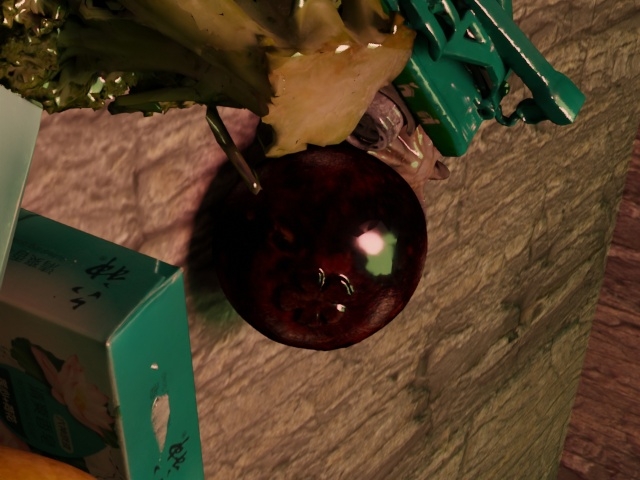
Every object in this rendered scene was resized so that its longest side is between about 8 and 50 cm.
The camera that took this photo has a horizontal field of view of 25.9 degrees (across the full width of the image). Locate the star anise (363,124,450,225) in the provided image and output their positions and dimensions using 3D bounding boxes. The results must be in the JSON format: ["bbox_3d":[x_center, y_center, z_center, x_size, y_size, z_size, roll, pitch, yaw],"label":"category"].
[{"bbox_3d":[0.056,-0.095,1.429,0.198,0.110,0.258,-40,137,-24],"label":"star anise"}]

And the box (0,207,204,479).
[{"bbox_3d":[-0.174,0.114,1.020,0.092,0.153,0.245,-46,145,-43],"label":"box"}]

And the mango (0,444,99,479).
[{"bbox_3d":[-0.254,0.206,0.697,0.221,0.384,0.199,47,32,-33],"label":"mango"}]

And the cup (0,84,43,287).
[{"bbox_3d":[-0.254,0.013,0.821,0.148,0.134,0.236,19,81,-40],"label":"cup"}]

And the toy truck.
[{"bbox_3d":[0.065,-0.224,1.151,0.363,0.178,0.177,51,56,-31],"label":"toy truck"}]

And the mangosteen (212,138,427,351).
[{"bbox_3d":[0.000,0.000,1.268,0.210,0.209,0.210,-46,146,-44],"label":"mangosteen"}]

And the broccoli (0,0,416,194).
[{"bbox_3d":[-0.074,-0.169,0.882,0.321,0.283,0.304,-19,145,-27],"label":"broccoli"}]
